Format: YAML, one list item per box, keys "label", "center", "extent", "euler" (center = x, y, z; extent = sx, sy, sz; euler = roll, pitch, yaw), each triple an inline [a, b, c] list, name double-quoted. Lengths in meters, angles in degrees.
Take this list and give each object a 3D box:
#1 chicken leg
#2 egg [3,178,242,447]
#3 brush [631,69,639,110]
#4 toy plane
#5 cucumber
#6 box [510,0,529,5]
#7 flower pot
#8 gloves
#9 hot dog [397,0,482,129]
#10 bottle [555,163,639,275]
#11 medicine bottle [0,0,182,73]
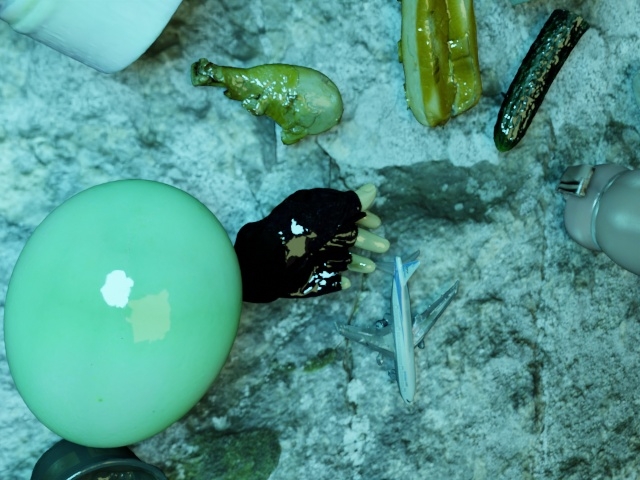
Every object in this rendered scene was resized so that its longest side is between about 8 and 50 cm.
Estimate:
- label: "chicken leg"
  center: [-0.060, -0.160, 0.861]
  extent: [0.178, 0.070, 0.093]
  euler: [12, 105, -28]
- label: "egg"
  center: [-0.192, 0.072, 0.751]
  extent: [0.221, 0.220, 0.269]
  euler: [18, 100, -36]
- label: "brush"
  center: [0.623, -0.208, 1.236]
  extent: [0.166, 0.174, 0.266]
  euler: [-39, 139, -2]
- label: "toy plane"
  center: [0.114, 0.122, 1.067]
  extent: [0.226, 0.058, 0.226]
  euler: [-15, 116, -33]
- label: "cucumber"
  center: [0.299, -0.220, 1.075]
  extent: [0.214, 0.058, 0.052]
  euler: [-61, 160, 2]
- label: "box"
  center: [0.241, -0.443, 0.894]
  extent: [0.225, 0.118, 0.225]
  euler: [39, 65, -35]
- label: "flower pot"
  center: [-0.253, 0.286, 0.853]
  extent: [0.158, 0.107, 0.157]
  euler: [-12, 115, -28]
- label: "gloves"
  center: [0.000, 0.000, 0.922]
  extent: [0.203, 0.124, 0.164]
  euler: [-21, 149, -53]
- label: "hot dog"
  center: [0.144, -0.265, 0.952]
  extent: [0.109, 0.072, 0.269]
  euler: [-24, 119, -27]
- label: "bottle"
  center: [0.502, -0.030, 1.124]
  extent: [0.206, 0.297, 0.173]
  euler: [28, 90, -41]
- label: "medicine bottle"
  center: [-0.287, -0.300, 0.570]
  extent: [0.388, 0.219, 0.219]
  euler: [24, 92, -36]
